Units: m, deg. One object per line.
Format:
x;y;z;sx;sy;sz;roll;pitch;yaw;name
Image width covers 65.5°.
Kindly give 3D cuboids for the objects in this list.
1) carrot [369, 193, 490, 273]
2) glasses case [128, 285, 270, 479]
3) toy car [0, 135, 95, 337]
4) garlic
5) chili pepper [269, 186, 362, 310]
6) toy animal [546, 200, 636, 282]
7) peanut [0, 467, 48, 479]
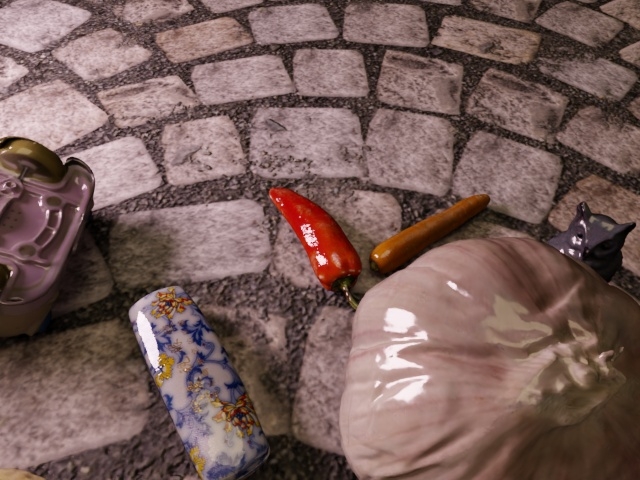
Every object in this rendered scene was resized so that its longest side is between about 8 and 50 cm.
0.169;-0.017;0.743;0.248;0.043;0.043;-28;58;-26;carrot
-0.142;0.156;0.569;0.087;0.065;0.248;-25;55;-24;glasses case
-0.488;-0.011;0.620;0.336;0.226;0.242;19;47;-22;toy car
0.169;0.130;0.472;0.318;0.259;0.317;2;76;-7;garlic
0.000;0.000;0.709;0.071;0.063;0.272;-12;49;-28;chili pepper
0.324;0.026;0.604;0.121;0.210;0.117;33;55;22;toy animal
-0.287;0.303;0.405;0.129;0.129;0.224;-1;53;-4;peanut
